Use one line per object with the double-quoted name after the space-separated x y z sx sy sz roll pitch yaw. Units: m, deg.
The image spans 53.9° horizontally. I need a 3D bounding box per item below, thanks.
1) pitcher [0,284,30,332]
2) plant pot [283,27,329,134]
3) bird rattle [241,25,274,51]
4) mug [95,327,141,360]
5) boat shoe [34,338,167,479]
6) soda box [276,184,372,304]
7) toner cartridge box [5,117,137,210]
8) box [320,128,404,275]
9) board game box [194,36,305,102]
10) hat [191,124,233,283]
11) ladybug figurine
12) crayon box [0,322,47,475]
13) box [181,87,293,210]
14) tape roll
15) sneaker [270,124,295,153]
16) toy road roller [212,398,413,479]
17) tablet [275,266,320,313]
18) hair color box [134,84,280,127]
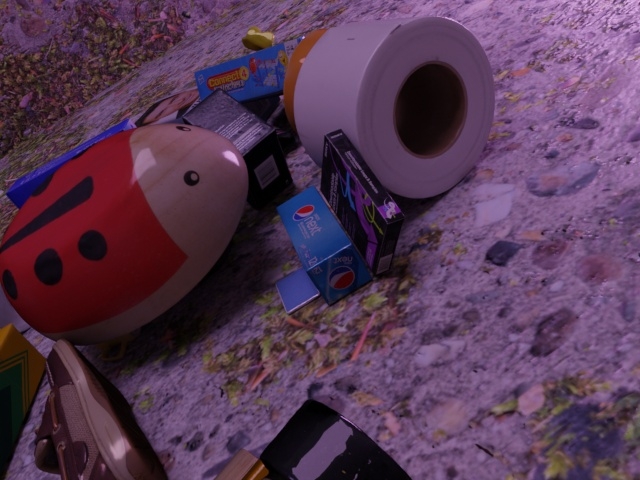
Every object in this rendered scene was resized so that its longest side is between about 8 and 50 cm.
-0.689 0.131 1.207 0.178 0.207 0.125 -42 31 -14 "pitcher"
0.071 -0.258 1.105 0.188 0.205 0.205 20 56 35 "plant pot"
-0.177 -0.439 1.693 0.207 0.143 0.253 -28 42 30 "bird rattle"
-0.322 0.148 1.007 0.064 0.078 0.062 -9 4 20 "mug"
-0.310 0.238 0.796 0.123 0.123 0.342 -41 37 -16 "boat shoe"
0.000 0.000 0.900 0.071 0.067 0.210 -31 31 1 "soda box"
-0.562 -0.141 1.526 0.348 0.165 0.075 -24 31 12 "toner cartridge box"
0.048 -0.050 0.816 0.029 0.116 0.162 -20 58 -17 "box"
-0.051 -0.362 1.335 0.302 0.086 0.308 -3 16 40 "board game box"
-0.231 -0.024 1.066 0.331 0.134 0.331 -15 61 28 "hat"
-0.316 -0.018 0.929 0.449 0.162 0.305 -33 54 16 "ladybug figurine"
-0.636 0.329 0.969 0.363 0.106 0.313 -27 31 10 "crayon box"
-0.146 -0.162 1.130 0.093 0.156 0.158 -42 61 -15 "box"
0.106 -0.194 0.911 0.246 0.246 0.169 -41 32 -15 "tape roll"
-0.117 -0.167 1.252 0.077 0.072 0.178 15 59 38 "sneaker"
0.000 0.272 0.430 0.202 0.240 0.329 -46 -4 -22 "toy road roller"
-0.033 0.069 0.891 0.054 0.006 0.083 -32 31 1 "tablet"
-0.303 -0.306 1.577 0.375 0.113 0.185 -8 38 37 "hair color box"
